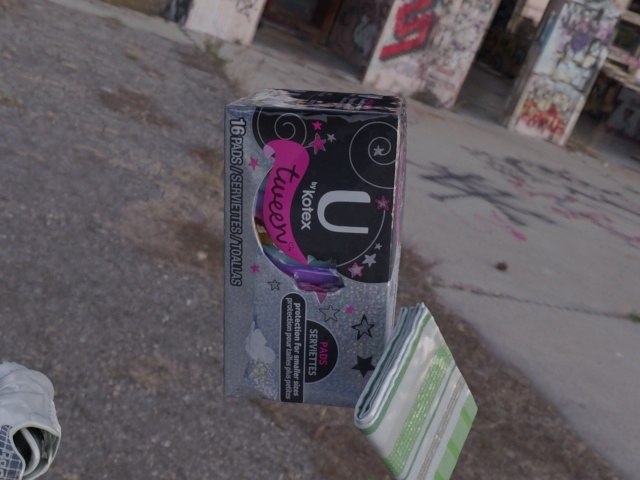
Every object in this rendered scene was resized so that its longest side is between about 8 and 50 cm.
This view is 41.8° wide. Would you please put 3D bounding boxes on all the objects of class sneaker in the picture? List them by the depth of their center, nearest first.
[{"bbox_3d":[-0.261,0.163,0.705,0.095,0.090,0.235,12,3,-1],"label":"sneaker"}]

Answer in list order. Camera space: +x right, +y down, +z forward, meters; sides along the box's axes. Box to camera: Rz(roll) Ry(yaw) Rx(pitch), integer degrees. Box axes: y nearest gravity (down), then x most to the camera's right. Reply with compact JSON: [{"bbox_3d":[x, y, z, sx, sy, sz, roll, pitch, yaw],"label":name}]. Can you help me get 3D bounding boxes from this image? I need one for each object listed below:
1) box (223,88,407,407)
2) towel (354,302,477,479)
[{"bbox_3d":[0.000,0.000,0.729,0.142,0.247,0.163,3,15,6],"label":"box"},{"bbox_3d":[0.077,0.136,0.654,0.023,0.113,0.152,7,-38,36],"label":"towel"}]
